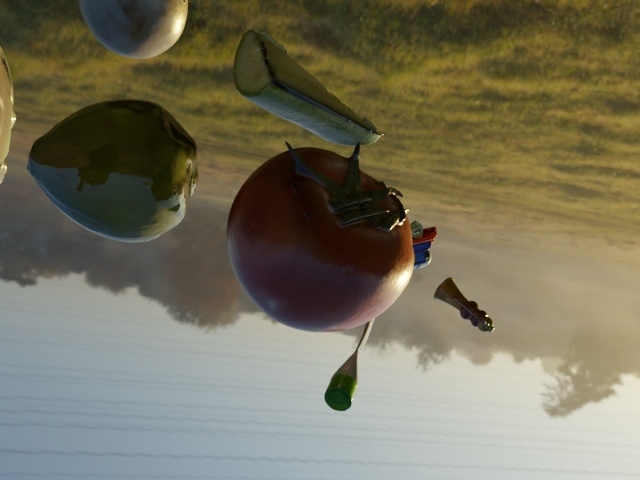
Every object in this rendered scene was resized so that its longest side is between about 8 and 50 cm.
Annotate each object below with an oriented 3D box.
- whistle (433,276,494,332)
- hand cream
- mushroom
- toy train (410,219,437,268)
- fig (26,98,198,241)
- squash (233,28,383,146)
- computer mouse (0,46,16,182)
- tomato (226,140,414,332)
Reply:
[{"bbox_3d":[0.231,0.101,1.161,0.046,0.057,0.109,-31,-131,-22],"label":"whistle"},{"bbox_3d":[0.065,0.207,1.335,0.050,0.079,0.275,43,-151,-5],"label":"hand cream"},{"bbox_3d":[-0.327,-0.444,1.347,0.207,0.207,0.215,10,-152,12],"label":"mushroom"},{"bbox_3d":[0.160,0.031,1.573,0.204,0.131,0.082,-12,-178,-41],"label":"toy train"},{"bbox_3d":[-0.335,-0.117,1.198,0.271,0.240,0.239,4,180,-12],"label":"fig"},{"bbox_3d":[-0.026,-0.246,1.286,0.252,0.093,0.169,20,-145,-39],"label":"squash"},{"bbox_3d":[-0.435,-0.141,0.913,0.114,0.389,0.200,-3,-135,-14],"label":"computer mouse"},{"bbox_3d":[0.000,0.000,0.993,0.255,0.256,0.224,12,136,-41],"label":"tomato"}]
